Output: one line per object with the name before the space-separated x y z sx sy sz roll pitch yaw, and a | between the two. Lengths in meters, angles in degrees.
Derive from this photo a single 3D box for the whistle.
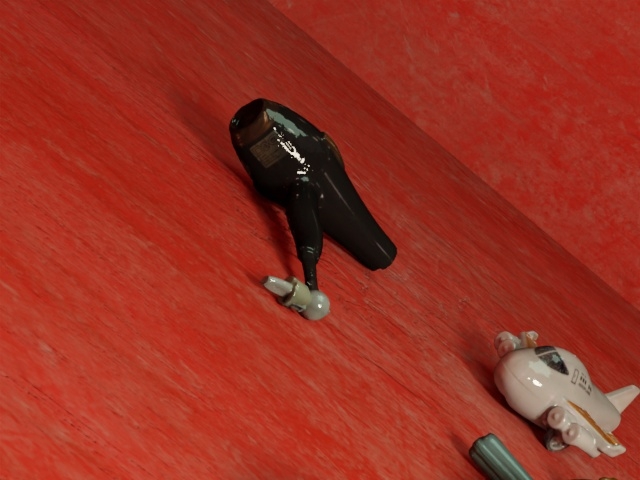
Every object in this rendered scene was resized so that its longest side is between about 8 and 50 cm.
whistle | -0.026 0.062 1.676 0.100 0.035 0.035 29 18 -36

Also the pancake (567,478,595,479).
pancake | 0.301 0.340 1.443 0.294 0.049 0.294 18 34 -13

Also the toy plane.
toy plane | 0.326 0.204 2.020 0.245 0.117 0.244 39 15 -12

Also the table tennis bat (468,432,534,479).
table tennis bat | 0.252 0.309 1.668 0.237 0.038 0.149 48 16 8

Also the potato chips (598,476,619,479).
potato chips | 0.458 0.436 1.743 0.407 0.080 0.057 45 29 21

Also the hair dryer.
hair dryer | 0.000 0.000 1.892 0.303 0.120 0.359 50 19 -28
